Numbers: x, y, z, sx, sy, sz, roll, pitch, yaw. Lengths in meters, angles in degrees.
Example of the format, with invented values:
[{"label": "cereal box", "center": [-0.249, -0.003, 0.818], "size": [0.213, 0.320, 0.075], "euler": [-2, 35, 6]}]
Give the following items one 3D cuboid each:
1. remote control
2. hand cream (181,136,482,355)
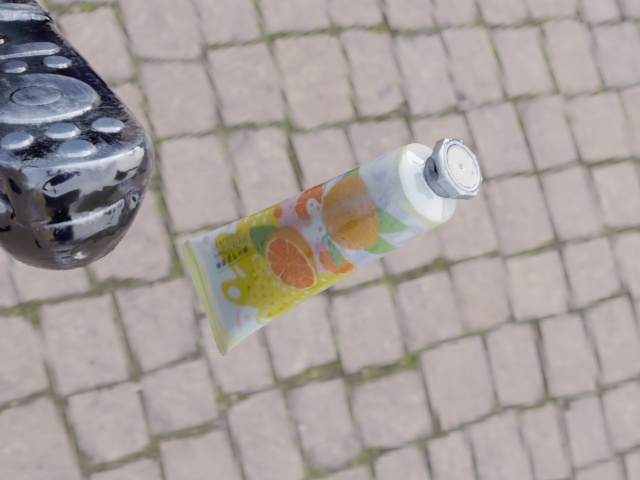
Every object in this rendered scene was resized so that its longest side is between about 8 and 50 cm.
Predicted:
[{"label": "remote control", "center": [-0.155, -0.064, 0.902], "size": [0.090, 0.266, 0.066], "euler": [-5, 118, -23]}, {"label": "hand cream", "center": [0.000, 0.000, 0.482], "size": [0.022, 0.102, 0.035], "euler": [-13, 80, -51]}]
